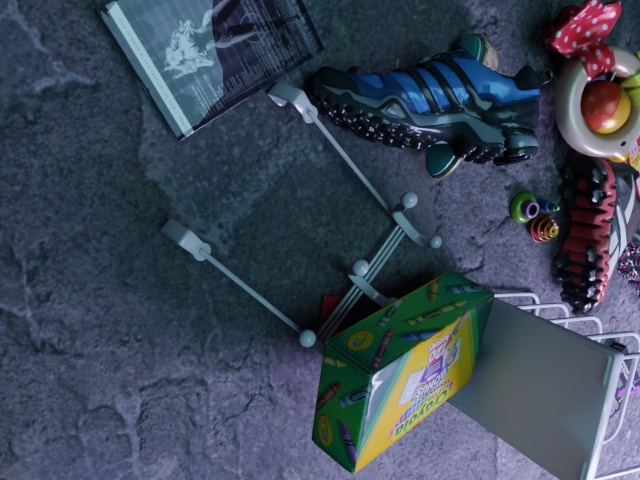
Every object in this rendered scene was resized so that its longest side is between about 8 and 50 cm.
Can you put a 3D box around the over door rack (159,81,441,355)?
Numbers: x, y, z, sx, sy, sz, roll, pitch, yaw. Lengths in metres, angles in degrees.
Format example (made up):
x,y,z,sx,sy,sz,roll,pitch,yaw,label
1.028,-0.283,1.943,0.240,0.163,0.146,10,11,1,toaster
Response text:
x,y,z,sx,sy,sz,roll,pitch,yaw,label
0.000,0.000,0.795,0.324,0.108,0.239,43,78,-29,over door rack

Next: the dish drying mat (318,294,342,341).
x,y,z,sx,sy,sz,roll,pitch,yaw,label
0.012,0.118,0.895,0.032,0.008,0.083,2,101,-29,dish drying mat

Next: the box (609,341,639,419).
x,y,z,sx,sy,sz,roll,pitch,yaw,label
0.540,0.287,1.194,0.162,0.029,0.116,-40,118,-11,box

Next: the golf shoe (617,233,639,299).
x,y,z,sx,sy,sz,roll,pitch,yaw,label
0.590,0.038,1.141,0.186,0.067,0.086,46,57,-30,golf shoe

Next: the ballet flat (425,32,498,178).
x,y,z,sx,sy,sz,roll,pitch,yaw,label
0.207,-0.182,0.883,0.067,0.073,0.206,7,104,-43,ballet flat

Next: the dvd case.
x,y,z,sx,sy,sz,roll,pitch,yaw,label
-0.118,-0.243,0.729,0.221,0.018,0.164,-36,118,-15,dvd case

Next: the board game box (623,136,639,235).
x,y,z,sx,sy,sz,roll,pitch,yaw,label
0.587,-0.125,1.100,0.146,0.045,0.193,-36,116,-14,board game box

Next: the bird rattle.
x,y,z,sx,sy,sz,roll,pitch,yaw,label
0.431,-0.231,0.934,0.253,0.143,0.207,20,89,-29,bird rattle

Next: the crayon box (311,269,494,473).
x,y,z,sx,sy,sz,roll,pitch,yaw,label
0.116,0.167,0.848,0.278,0.081,0.165,-23,131,-42,crayon box

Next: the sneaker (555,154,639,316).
x,y,z,sx,sy,sz,roll,pitch,yaw,label
0.471,-0.007,1.042,0.135,0.097,0.276,-7,105,-23,sneaker

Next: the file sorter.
x,y,z,sx,sy,sz,roll,pitch,yaw,label
0.353,0.201,0.936,0.173,0.277,0.193,1,103,-29,file sorter

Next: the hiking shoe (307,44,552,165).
x,y,z,sx,sy,sz,roll,pitch,yaw,label
0.135,-0.186,0.802,0.304,0.113,0.132,12,85,-8,hiking shoe

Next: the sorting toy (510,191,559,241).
x,y,z,sx,sy,sz,roll,pitch,yaw,label
0.354,-0.039,1.007,0.102,0.042,0.061,41,84,-29,sorting toy
